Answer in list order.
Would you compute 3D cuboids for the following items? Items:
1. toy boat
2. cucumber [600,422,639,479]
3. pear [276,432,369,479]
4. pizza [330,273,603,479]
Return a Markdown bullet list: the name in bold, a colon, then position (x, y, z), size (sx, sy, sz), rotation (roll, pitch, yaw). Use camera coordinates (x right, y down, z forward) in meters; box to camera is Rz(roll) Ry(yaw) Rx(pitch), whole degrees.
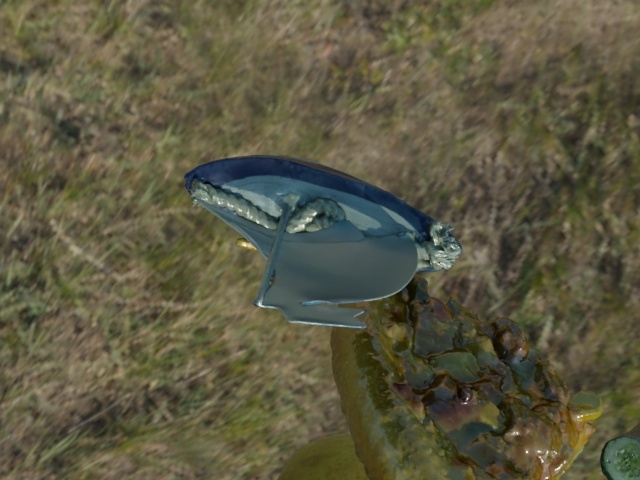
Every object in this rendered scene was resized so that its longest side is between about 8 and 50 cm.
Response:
- **toy boat**: position (0.000, 0.000, 0.982), size (0.221, 0.291, 0.067), rotation (16, 104, -3)
- **cucumber**: position (0.194, 0.102, 0.741), size (0.133, 0.032, 0.032), rotation (-13, 76, -51)
- **pear**: position (0.069, 0.342, 1.473), size (0.304, 0.304, 0.303), rotation (6, 70, -19)
- **pizza**: position (0.088, 0.132, 1.133), size (0.258, 0.087, 0.268), rotation (37, 37, 10)
